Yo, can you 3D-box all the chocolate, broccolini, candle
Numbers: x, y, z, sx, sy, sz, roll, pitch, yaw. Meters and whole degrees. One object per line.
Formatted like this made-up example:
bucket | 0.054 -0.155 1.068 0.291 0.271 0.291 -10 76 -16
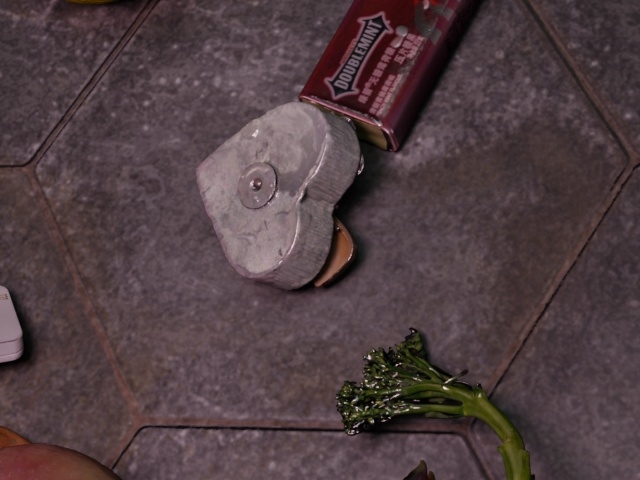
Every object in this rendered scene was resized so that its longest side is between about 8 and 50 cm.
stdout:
chocolate | 0.000 0.000 1.566 0.064 0.031 0.100 -47 56 12
broccolini | 0.099 0.169 1.390 0.123 0.062 0.271 -38 33 -7
candle | -0.050 -0.052 1.556 0.168 0.068 0.192 14 83 40

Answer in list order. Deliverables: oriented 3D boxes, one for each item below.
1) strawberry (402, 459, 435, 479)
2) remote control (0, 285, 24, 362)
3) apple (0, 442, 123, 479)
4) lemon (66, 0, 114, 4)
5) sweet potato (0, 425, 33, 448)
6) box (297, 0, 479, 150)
strawberry | 0.130 0.365 1.340 0.306 0.138 0.233 44 90 8
remote control | -0.435 0.102 1.548 0.250 0.034 0.103 -10 38 -19
apple | -0.262 0.338 1.365 0.306 0.235 0.305 -5 68 11
lemon | -0.275 -0.383 1.687 0.288 0.233 0.233 33 77 25
sweet potato | -0.375 0.207 1.511 0.202 0.055 0.058 10 89 -19
box | 0.079 -0.215 1.623 0.120 0.069 0.224 25 76 21
